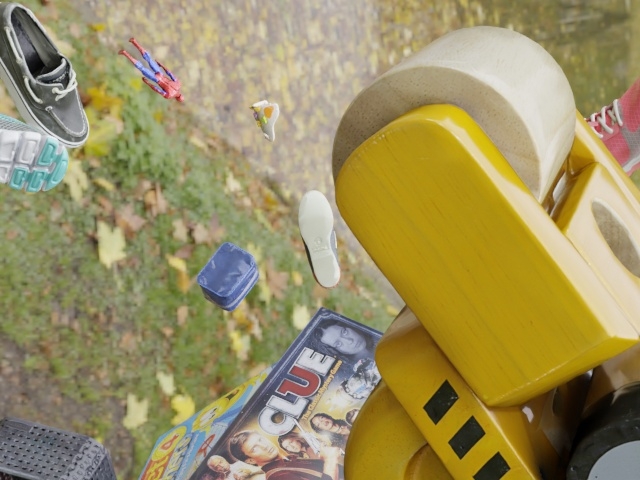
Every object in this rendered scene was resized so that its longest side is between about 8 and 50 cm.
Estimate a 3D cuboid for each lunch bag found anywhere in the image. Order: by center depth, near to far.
[{"bbox_3d":[-0.141,0.056,1.535,0.098,0.067,0.065,-52,160,-22],"label":"lunch bag"}]

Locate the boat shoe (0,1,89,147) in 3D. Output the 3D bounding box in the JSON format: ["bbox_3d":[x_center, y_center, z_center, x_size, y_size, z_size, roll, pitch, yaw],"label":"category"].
[{"bbox_3d":[-0.347,-0.201,1.231,0.078,0.070,0.219,-63,141,-33],"label":"boat shoe"}]

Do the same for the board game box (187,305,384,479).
[{"bbox_3d":[0.010,0.180,0.880,0.243,0.165,0.042,-51,153,-37],"label":"board game box"}]

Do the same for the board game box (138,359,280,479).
[{"bbox_3d":[-0.099,0.280,1.123,0.086,0.302,0.308,49,24,-15],"label":"board game box"}]

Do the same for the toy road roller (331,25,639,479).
[{"bbox_3d":[0.097,0.060,0.605,0.329,0.240,0.202,54,30,-4],"label":"toy road roller"}]

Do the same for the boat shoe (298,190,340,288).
[{"bbox_3d":[0.000,0.000,1.350,0.043,0.049,0.137,61,16,-84],"label":"boat shoe"}]

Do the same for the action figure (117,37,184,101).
[{"bbox_3d":[-0.233,-0.235,1.385,0.115,0.030,0.038,44,76,-30],"label":"action figure"}]

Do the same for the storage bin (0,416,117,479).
[{"bbox_3d":[-0.261,0.267,0.941,0.084,0.122,0.180,-59,153,-48],"label":"storage bin"}]

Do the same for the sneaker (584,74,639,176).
[{"bbox_3d":[0.455,-0.156,1.598,0.314,0.136,0.116,111,-9,-46],"label":"sneaker"}]

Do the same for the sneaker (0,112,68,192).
[{"bbox_3d":[-0.298,-0.085,0.819,0.166,0.076,0.065,17,104,-26],"label":"sneaker"}]

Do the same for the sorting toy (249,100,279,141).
[{"bbox_3d":[-0.109,-0.236,1.960,0.083,0.045,0.075,-146,-139,-69],"label":"sorting toy"}]
